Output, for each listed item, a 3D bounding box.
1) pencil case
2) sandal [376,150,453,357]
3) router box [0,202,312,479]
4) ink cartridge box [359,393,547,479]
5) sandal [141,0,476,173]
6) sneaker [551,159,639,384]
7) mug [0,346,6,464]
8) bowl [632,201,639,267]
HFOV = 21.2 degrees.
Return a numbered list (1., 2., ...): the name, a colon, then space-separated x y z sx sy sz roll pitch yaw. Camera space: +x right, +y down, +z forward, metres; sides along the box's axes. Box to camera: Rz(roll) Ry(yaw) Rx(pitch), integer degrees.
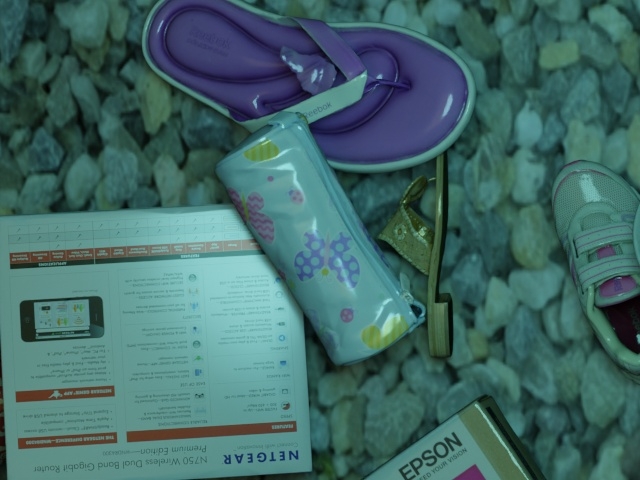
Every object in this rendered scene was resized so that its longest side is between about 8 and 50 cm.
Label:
1. pencil case: 0.000 0.000 1.799 0.273 0.113 0.124 57 147 -3
2. sandal: 0.100 0.009 1.861 0.079 0.088 0.240 -2 93 9
3. router box: -0.184 0.114 1.885 0.335 0.082 0.301 -2 87 -3
4. ink cartridge box: 0.136 0.311 1.840 0.234 0.088 0.193 -37 80 12
5. sandal: -0.034 -0.177 1.869 0.416 0.102 0.169 16 92 26
6. sneaker: 0.314 0.030 1.789 0.103 0.111 0.252 -26 81 13
7. mug: -0.376 0.187 1.957 0.169 0.150 0.113 -38 59 6
8. bowl: 0.466 0.030 1.707 0.297 0.134 0.298 -9 43 9
